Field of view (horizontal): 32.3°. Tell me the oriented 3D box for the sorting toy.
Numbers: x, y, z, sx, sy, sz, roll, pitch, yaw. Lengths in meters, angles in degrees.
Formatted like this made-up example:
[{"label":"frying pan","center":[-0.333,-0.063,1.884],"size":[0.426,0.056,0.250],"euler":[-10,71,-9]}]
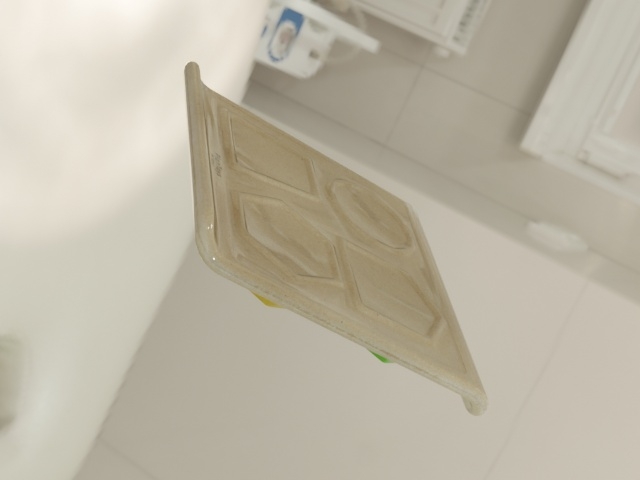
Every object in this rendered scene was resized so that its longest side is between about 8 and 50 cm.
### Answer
[{"label":"sorting toy","center":[0.000,0.000,0.643],"size":[0.208,0.193,0.038],"euler":[33,113,-27]}]
